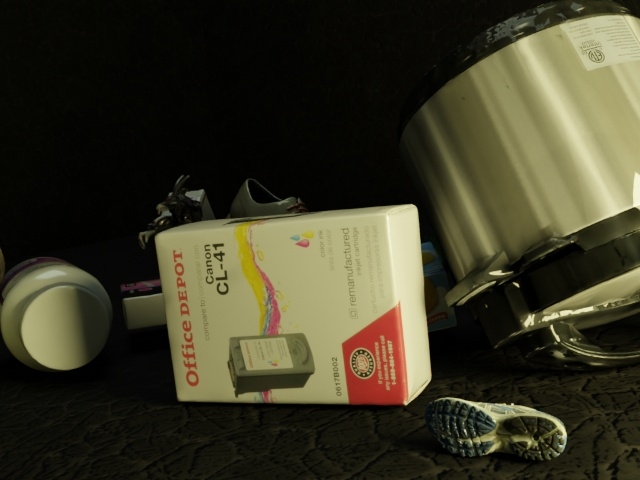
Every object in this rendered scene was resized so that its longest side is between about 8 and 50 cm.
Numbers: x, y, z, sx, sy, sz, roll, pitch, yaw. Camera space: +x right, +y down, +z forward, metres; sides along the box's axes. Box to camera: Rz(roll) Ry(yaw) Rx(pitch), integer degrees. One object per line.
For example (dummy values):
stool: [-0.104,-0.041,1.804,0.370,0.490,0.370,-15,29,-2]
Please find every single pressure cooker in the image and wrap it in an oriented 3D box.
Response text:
pressure cooker: [0.323,-0.043,0.985,0.370,0.420,0.375,-28,-19,16]

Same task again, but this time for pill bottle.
pill bottle: [-0.431,0.119,1.238,0.169,0.169,0.301,-9,8,-25]

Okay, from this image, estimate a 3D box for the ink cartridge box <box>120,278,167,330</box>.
ink cartridge box: [-0.171,0.092,1.386,0.371,0.069,0.176,-6,6,-16]

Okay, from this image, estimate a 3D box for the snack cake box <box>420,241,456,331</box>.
snack cake box: [0.056,0.091,1.142,0.264,0.089,0.152,-14,17,4]

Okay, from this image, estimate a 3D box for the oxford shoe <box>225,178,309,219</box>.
oxford shoe: [-0.065,-0.015,1.717,0.397,0.146,0.140,29,21,31]

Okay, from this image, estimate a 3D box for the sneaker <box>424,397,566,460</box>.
sneaker: [0.166,0.177,0.723,0.135,0.052,0.058,6,2,29]

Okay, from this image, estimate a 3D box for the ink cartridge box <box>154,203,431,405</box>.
ink cartridge box: [-0.032,0.080,0.945,0.306,0.226,0.131,-5,5,21]

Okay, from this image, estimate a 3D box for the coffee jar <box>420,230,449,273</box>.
coffee jar: [0.230,0.025,1.481,0.184,0.096,0.079,-34,-7,14]

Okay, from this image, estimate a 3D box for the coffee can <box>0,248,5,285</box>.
coffee can: [-0.612,0.092,1.115,0.202,0.201,0.275,-6,29,4]

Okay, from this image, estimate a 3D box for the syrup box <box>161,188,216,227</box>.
syrup box: [-0.309,-0.009,1.914,0.093,0.236,0.096,-5,44,12]

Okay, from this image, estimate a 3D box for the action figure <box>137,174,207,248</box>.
action figure: [-0.323,-0.003,1.728,0.141,0.275,0.164,-15,11,-31]
